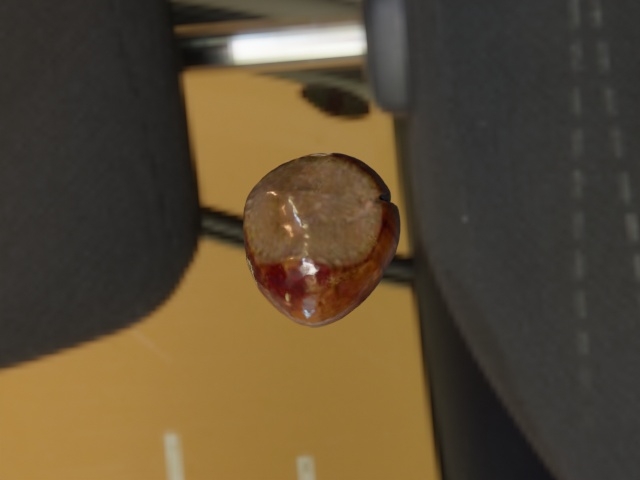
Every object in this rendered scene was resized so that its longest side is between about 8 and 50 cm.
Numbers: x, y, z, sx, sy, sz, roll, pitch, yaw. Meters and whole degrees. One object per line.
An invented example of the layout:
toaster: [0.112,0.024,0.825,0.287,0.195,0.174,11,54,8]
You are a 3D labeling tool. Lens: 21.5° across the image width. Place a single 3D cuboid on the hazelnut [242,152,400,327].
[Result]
hazelnut: [0.000,0.000,1.472,0.143,0.143,0.154,77,-158,-64]
